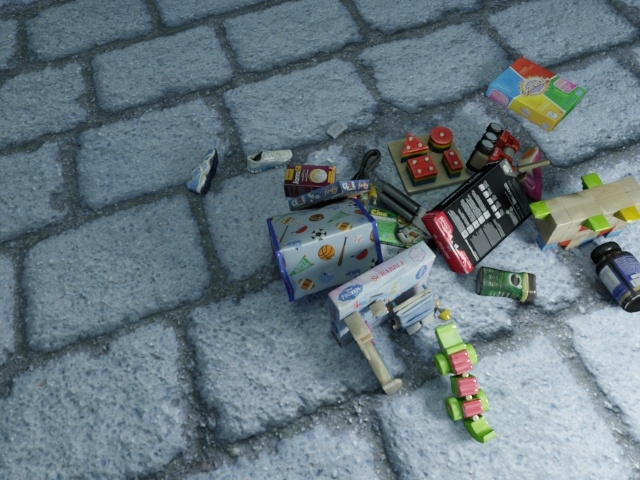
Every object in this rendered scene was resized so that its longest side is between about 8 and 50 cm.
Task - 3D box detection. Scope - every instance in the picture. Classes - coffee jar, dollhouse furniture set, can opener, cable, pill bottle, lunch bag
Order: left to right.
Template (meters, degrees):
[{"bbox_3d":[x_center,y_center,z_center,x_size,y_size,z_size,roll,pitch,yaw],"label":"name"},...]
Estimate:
[{"bbox_3d":[0.000,0.000,1.566,0.327,0.239,0.385,-15,28,-7],"label":"lunch bag"},{"bbox_3d":[0.164,-0.238,1.825,0.139,0.072,0.287,-3,46,21],"label":"cable"},{"bbox_3d":[0.265,0.272,1.377,0.303,0.286,0.198,-31,63,-1],"label":"dollhouse furniture set"},{"bbox_3d":[0.333,-0.108,1.696,0.280,0.074,0.093,37,33,19],"label":"can opener"},{"bbox_3d":[0.613,0.145,1.552,0.184,0.079,0.096,8,58,8],"label":"coffee jar"},{"bbox_3d":[0.975,0.112,1.519,0.122,0.123,0.219,-10,48,-3],"label":"pill bottle"}]

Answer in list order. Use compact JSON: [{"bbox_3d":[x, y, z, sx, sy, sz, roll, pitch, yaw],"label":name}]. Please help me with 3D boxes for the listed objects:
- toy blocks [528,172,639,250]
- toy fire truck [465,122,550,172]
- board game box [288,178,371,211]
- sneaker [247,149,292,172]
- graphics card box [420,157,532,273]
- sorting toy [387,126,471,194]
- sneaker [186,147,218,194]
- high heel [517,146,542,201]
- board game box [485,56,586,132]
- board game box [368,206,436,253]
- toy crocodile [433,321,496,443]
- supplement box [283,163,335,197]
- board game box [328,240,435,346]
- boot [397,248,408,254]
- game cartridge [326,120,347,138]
[{"bbox_3d":[0.872,-0.066,1.573,0.381,0.261,0.191,-15,62,2],"label":"toy blocks"},{"bbox_3d":[0.706,-0.318,1.759,0.246,0.159,0.217,31,48,8],"label":"toy fire truck"},{"bbox_3d":[0.030,-0.156,1.625,0.165,0.243,0.042,-12,87,-49],"label":"board game box"},{"bbox_3d":[-0.202,-0.328,1.862,0.190,0.083,0.071,-20,60,-10],"label":"sneaker"},{"bbox_3d":[0.544,-0.087,1.617,0.371,0.094,0.233,-39,103,-16],"label":"graphics card box"},{"bbox_3d":[0.422,-0.327,1.827,0.256,0.089,0.256,-13,60,-5],"label":"sorting toy"},{"bbox_3d":[-0.459,-0.281,1.848,0.081,0.080,0.211,12,60,6],"label":"sneaker"},{"bbox_3d":[0.815,-0.257,1.795,0.117,0.082,0.244,45,46,-16],"label":"high heel"},{"bbox_3d":[0.904,-0.621,1.986,0.316,0.064,0.242,40,69,22],"label":"board game box"},{"bbox_3d":[0.291,-0.039,1.703,0.259,0.030,0.136,11,63,9],"label":"board game box"},{"bbox_3d":[0.414,0.408,1.367,0.115,0.105,0.341,-13,82,-5],"label":"toy crocodile"},{"bbox_3d":[-0.038,-0.224,1.794,0.188,0.081,0.104,4,61,5],"label":"supplement box"},{"bbox_3d":[0.176,0.171,1.422,0.317,0.319,0.066,-27,62,-13],"label":"board game box"},{"bbox_3d":[0.305,0.080,1.629,0.086,0.042,0.119,14,68,2],"label":"boot"},{"bbox_3d":[0.066,-0.462,1.964,0.056,0.017,0.083,41,69,19],"label":"game cartridge"}]
